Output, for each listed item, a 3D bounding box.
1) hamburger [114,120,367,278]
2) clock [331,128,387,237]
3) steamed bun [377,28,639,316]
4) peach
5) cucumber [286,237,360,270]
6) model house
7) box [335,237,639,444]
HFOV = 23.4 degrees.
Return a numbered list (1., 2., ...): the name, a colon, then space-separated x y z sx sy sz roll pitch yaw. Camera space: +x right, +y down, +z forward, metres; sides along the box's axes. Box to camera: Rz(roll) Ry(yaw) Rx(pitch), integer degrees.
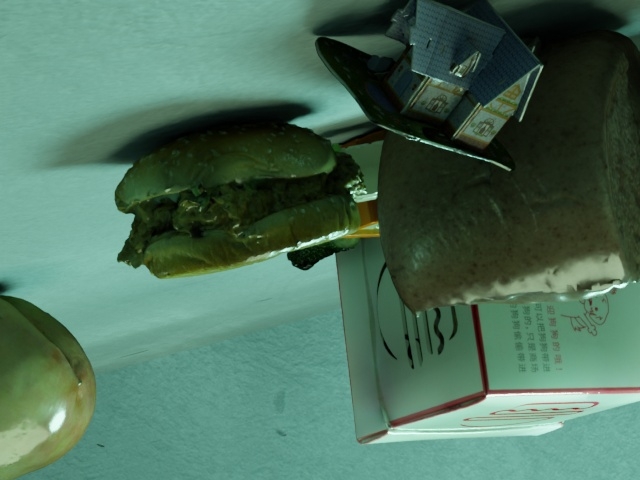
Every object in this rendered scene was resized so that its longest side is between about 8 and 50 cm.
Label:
1. hamburger: -0.067 -0.040 1.373 0.215 0.122 0.189 -14 -179 -36
2. clock: 0.121 -0.075 1.592 0.255 0.106 0.220 -10 172 -2
3. steamed bun: 0.173 -0.073 1.305 0.252 0.199 0.301 -4 -161 22
4. peach: -0.418 0.188 1.912 0.292 0.247 0.292 8 176 0
5. cucumber: 0.000 -0.001 2.090 0.058 0.058 0.187 -12 174 -21
6. model house: 0.094 -0.129 1.124 0.167 0.117 0.088 15 122 -40
7. box: 0.232 0.093 2.077 0.312 0.314 0.300 2 163 -30
